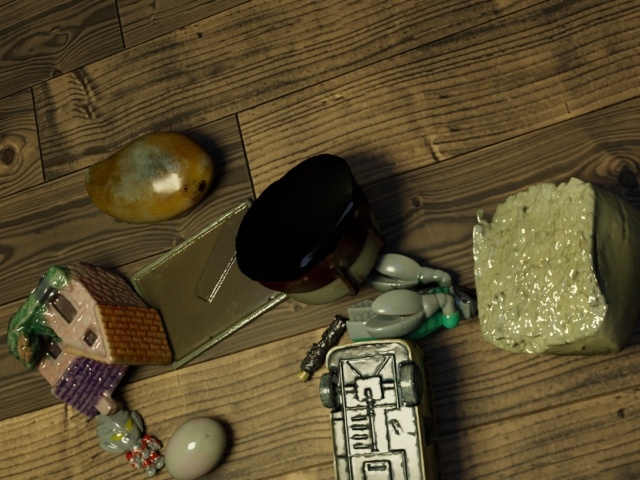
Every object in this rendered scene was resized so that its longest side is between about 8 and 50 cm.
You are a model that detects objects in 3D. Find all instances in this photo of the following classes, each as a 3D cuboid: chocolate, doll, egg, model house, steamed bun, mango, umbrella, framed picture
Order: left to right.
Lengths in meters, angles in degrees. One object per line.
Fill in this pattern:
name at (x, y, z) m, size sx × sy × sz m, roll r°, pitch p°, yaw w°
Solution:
model house at (-0.452, 0.206, 1.441) m, size 0.237 × 0.202 × 0.237 m, roll 39°, pitch 93°, yaw 24°
doll at (-0.383, 0.394, 1.464) m, size 0.180 × 0.079 × 0.094 m, roll 38°, pitch 62°, yaw 14°
mango at (-0.366, -0.131, 1.535) m, size 0.316 × 0.146 × 0.193 m, roll -4°, pitch 69°, yaw 22°
egg at (-0.239, 0.397, 1.400) m, size 0.135 × 0.103 × 0.103 m, roll -47°, pitch 70°, yaw 5°
framed picture at (-0.222, 0.087, 1.508) m, size 0.314 × 0.024 × 0.232 m, roll -33°, pitch 71°, yaw 8°
chocolate at (0.000, 0.000, 1.356) m, size 0.283 × 0.186 × 0.284 m, roll -29°, pitch 38°, yaw 26°
umbrella at (0.002, 0.207, 1.408) m, size 0.040 × 0.037 × 0.144 m, roll 35°, pitch 86°, yaw 7°
doll at (0.167, 0.103, 1.343) m, size 0.258 × 0.195 × 0.153 m, roll -20°, pitch 108°, yaw -15°
steamed bun at (0.413, 0.054, 1.180) m, size 0.273 × 0.272 × 0.291 m, roll 12°, pitch 87°, yaw -13°

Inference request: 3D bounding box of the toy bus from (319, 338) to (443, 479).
toy bus at (0.115, 0.356, 1.258) m, size 0.176 × 0.202 × 0.366 m, roll -9°, pitch 78°, yaw 21°
